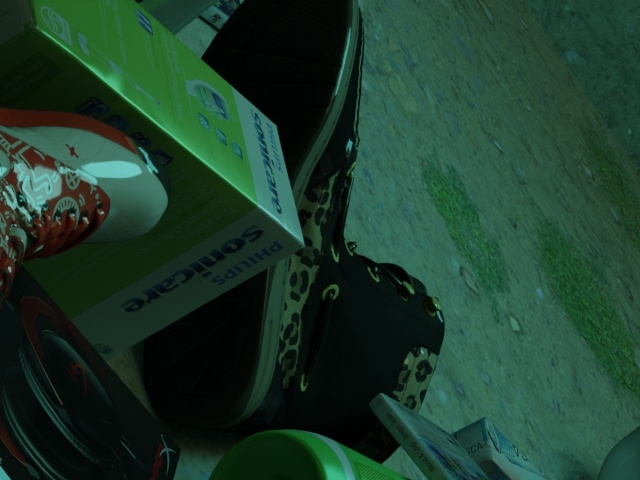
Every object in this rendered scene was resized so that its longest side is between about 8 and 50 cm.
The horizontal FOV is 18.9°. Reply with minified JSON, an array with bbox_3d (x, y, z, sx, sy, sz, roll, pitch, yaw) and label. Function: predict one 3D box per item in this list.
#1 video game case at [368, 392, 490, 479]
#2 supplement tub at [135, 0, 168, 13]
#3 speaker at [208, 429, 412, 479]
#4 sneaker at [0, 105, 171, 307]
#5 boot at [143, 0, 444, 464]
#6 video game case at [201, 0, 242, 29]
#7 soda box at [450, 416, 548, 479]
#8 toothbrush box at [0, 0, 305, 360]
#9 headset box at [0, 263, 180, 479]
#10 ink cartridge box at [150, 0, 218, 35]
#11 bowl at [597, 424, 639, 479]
[{"bbox_3d":[0.115,0.196,1.565,0.143,0.019,0.157,50,7,31],"label":"video game case"},{"bbox_3d":[-0.191,-0.244,1.294,0.235,0.325,0.235,49,22,-28],"label":"supplement tub"},{"bbox_3d":[0.034,0.237,1.481,0.296,0.131,0.131,33,33,-52],"label":"speaker"},{"bbox_3d":[-0.175,-0.007,1.028,0.270,0.090,0.145,24,38,-47],"label":"sneaker"},{"bbox_3d":[0.000,0.000,1.565,0.284,0.138,0.377,37,59,-55],"label":"boot"},{"bbox_3d":[-0.150,-0.316,1.947,0.183,0.023,0.201,32,33,-53],"label":"video game case"},{"bbox_3d":[0.194,0.258,1.941,0.183,0.058,0.063,46,24,-36],"label":"soda box"},{"bbox_3d":[-0.178,-0.053,1.244,0.283,0.206,0.122,40,28,-44],"label":"toothbrush box"},{"bbox_3d":[-0.220,0.099,1.070,0.293,0.110,0.218,52,21,-21],"label":"headset box"},{"bbox_3d":[-0.179,-0.335,1.731,0.197,0.114,0.273,39,29,-32],"label":"ink cartridge box"},{"bbox_3d":[0.397,0.349,2.198,0.298,0.134,0.298,49,22,-28],"label":"bowl"}]
